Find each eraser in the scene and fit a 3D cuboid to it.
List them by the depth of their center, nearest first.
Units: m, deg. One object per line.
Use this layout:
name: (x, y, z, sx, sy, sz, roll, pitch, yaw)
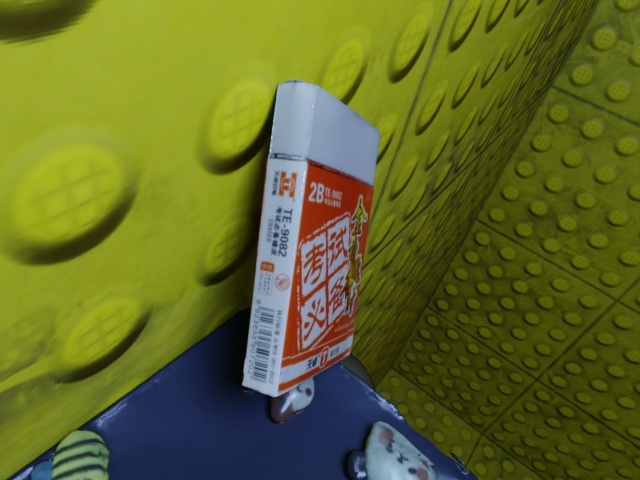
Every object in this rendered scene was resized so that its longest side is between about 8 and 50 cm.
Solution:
eraser: (0.000, 0.000, 0.414, 0.157, 0.038, 0.230, 2, 96, -66)

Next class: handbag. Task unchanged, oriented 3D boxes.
handbag: (-0.057, 0.233, 0.390, 0.329, 0.303, 0.122, -32, 150, -48)

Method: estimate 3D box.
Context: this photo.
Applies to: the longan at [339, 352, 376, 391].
longan: (-0.012, 0.271, 0.698, 0.246, 0.215, 0.246, -56, -166, 22)
